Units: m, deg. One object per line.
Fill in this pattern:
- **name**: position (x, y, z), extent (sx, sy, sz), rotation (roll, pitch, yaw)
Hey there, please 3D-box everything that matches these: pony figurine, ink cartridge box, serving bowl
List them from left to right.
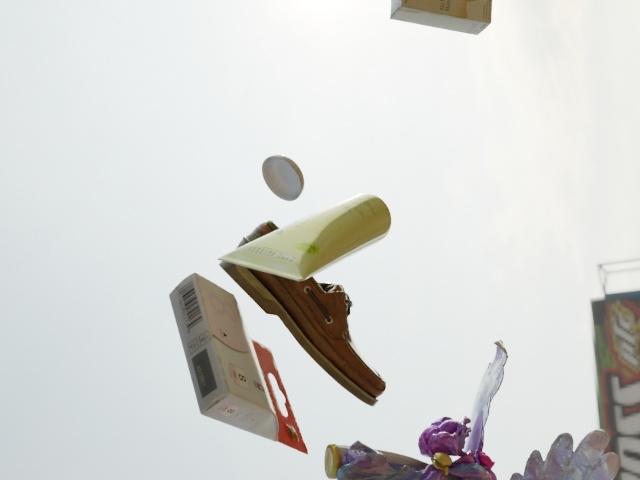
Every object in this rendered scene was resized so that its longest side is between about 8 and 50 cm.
- **ink cartridge box**: position (-0.090, 0.165, 1.159), extent (0.232, 0.066, 0.189), rotation (31, -153, -46)
- **serving bowl**: position (-0.057, -0.107, 1.455), extent (0.027, 0.083, 0.083), rotation (-42, -62, -38)
- **pony figurine**: position (0.182, 0.339, 1.143), extent (0.303, 0.363, 0.351), rotation (-121, 37, -61)

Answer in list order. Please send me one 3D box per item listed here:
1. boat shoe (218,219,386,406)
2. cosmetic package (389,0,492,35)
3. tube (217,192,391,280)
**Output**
- **boat shoe**: position (0.000, 0.104, 1.244), extent (0.104, 0.110, 0.307), rotation (-45, -76, -5)
- **cosmetic package**: position (0.142, -0.284, 1.039), extent (0.115, 0.041, 0.060), rotation (5, -100, -14)
- **tube**: position (0.000, 0.000, 0.926), extent (0.062, 0.070, 0.240), rotation (59, -147, 4)
